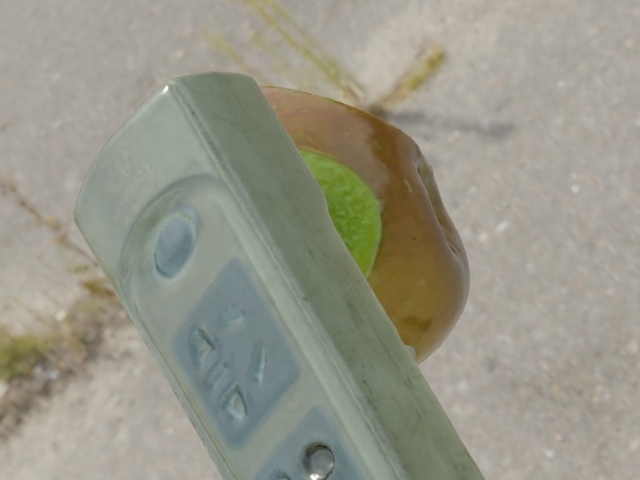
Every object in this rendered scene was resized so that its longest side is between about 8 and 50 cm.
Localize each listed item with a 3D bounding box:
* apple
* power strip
[{"bbox_3d":[0.001,0.001,0.884,0.147,0.146,0.163,-6,84,11],"label":"apple"},{"bbox_3d":[0.002,0.065,0.560,0.286,0.048,0.080,58,133,23],"label":"power strip"}]
